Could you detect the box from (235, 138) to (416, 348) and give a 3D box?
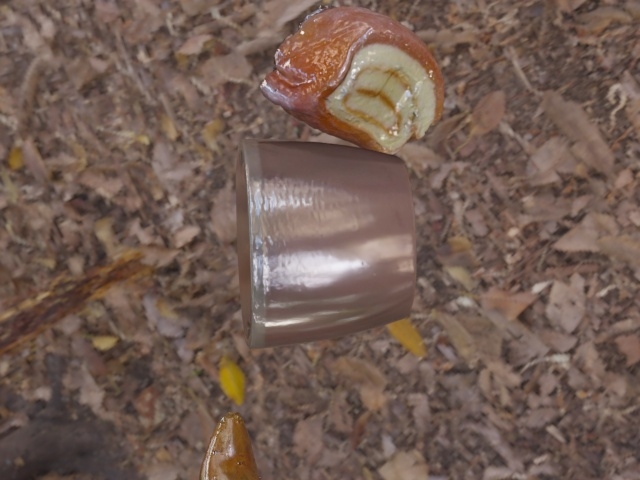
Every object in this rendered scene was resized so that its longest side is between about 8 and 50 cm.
[{"bbox_3d":[0.000,0.000,1.352,0.216,0.301,0.301,-3,118,-6],"label":"box"}]

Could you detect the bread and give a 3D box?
[{"bbox_3d":[0.065,-0.218,1.426,0.190,0.244,0.123,-56,44,15],"label":"bread"}]

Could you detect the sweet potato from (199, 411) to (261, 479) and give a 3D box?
[{"bbox_3d":[-0.081,0.346,1.016,0.112,0.112,0.359,-55,45,42],"label":"sweet potato"}]
